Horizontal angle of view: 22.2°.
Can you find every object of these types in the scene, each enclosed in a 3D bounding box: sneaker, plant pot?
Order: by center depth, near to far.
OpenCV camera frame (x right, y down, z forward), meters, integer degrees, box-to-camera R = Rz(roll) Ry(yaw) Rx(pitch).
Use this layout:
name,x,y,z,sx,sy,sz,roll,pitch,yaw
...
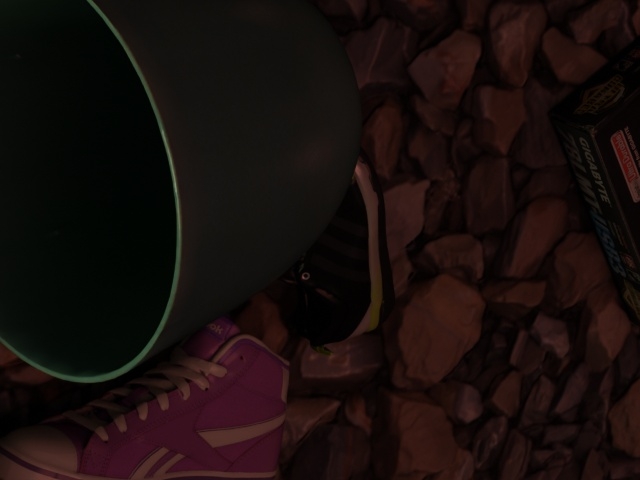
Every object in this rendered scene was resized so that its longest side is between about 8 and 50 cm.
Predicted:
name,x,y,z,sx,sy,sz,roll,pitch,yaw
plant pot,-0.113,-0.075,1.154,0.235,0.293,0.293,-21,121,-44
sneaker,-0.140,0.130,1.337,0.282,0.102,0.161,4,104,-47
sneaker,0.000,0.000,1.382,0.097,0.084,0.234,-28,123,-22

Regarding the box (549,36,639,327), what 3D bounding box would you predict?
name,x,y,z,sx,sy,sz,roll,pitch,yaw
box,0.392,-0.094,1.631,0.293,0.073,0.295,-39,126,-17
